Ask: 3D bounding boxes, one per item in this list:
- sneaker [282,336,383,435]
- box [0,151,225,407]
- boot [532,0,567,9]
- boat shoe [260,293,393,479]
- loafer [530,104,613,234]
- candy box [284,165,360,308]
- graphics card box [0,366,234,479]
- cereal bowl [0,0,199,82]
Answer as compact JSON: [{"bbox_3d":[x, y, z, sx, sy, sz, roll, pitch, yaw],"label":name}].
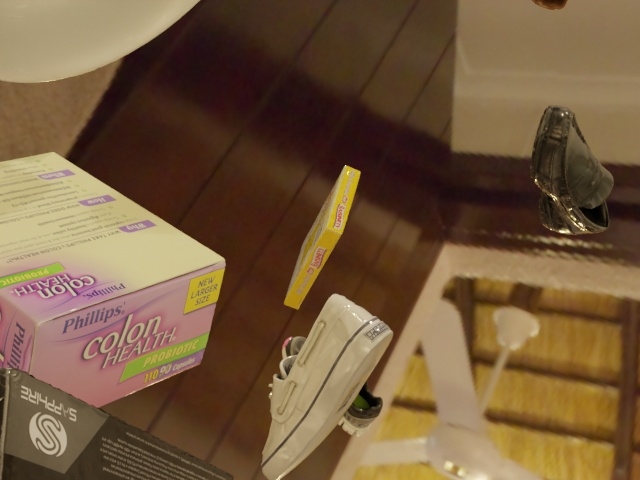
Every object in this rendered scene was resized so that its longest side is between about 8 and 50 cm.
[{"bbox_3d":[0.022,0.189,1.437,0.170,0.063,0.075,48,-48,-2],"label":"sneaker"},{"bbox_3d":[-0.250,0.035,0.931,0.243,0.213,0.117,30,-62,28],"label":"box"},{"bbox_3d":[0.228,-0.391,1.047,0.109,0.220,0.283,14,-21,28],"label":"boot"},{"bbox_3d":[-0.015,0.171,1.199,0.088,0.096,0.267,41,-50,16],"label":"boat shoe"},{"bbox_3d":[0.267,-0.070,1.100,0.078,0.076,0.223,13,-21,23],"label":"loafer"},{"bbox_3d":[0.000,0.000,1.383,0.027,0.105,0.206,23,-35,-4],"label":"candy box"},{"bbox_3d":[-0.122,0.267,0.478,0.094,0.370,0.233,-12,-27,19],"label":"graphics card box"},{"bbox_3d":[-0.198,-0.297,0.846,0.141,0.339,0.339,50,-29,17],"label":"cereal bowl"}]
